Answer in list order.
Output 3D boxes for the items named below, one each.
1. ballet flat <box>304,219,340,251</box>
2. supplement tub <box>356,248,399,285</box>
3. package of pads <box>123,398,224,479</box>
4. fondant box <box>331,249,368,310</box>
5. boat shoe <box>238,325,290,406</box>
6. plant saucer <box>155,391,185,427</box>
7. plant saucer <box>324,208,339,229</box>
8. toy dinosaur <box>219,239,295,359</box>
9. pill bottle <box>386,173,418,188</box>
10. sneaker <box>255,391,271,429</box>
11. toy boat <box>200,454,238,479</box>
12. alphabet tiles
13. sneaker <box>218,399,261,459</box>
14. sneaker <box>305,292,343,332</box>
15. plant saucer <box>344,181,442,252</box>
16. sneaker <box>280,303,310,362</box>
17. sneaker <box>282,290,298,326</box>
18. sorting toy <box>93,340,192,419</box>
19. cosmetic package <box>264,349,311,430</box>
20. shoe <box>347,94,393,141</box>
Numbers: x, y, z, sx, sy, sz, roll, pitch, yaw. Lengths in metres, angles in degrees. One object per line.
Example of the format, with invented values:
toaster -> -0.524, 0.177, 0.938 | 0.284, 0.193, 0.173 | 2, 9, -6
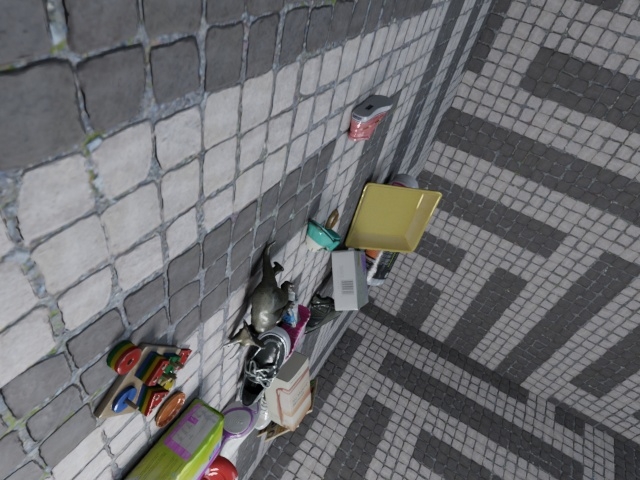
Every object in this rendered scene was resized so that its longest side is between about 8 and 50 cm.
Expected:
ballet flat -> 0.000, 0.000, 1.237 | 0.087, 0.083, 0.247 | -49, 165, 5
supplement tub -> 0.301, 0.047, 2.102 | 0.207, 0.207, 0.337 | -31, 147, -64
package of pads -> -0.358, 0.557, 0.981 | 0.296, 0.101, 0.229 | -47, 160, -46
fondant box -> 0.133, 0.164, 1.751 | 0.330, 0.096, 0.237 | 13, 73, -76
boat shoe -> -0.185, 0.397, 1.260 | 0.306, 0.113, 0.105 | -59, -177, 29
plant saucer -> -0.332, 0.371, 0.899 | 0.083, 0.013, 0.083 | -56, 165, -23
plant saucer -> 0.042, -0.067, 1.377 | 0.083, 0.015, 0.083 | -56, 164, -24
toy dinosaur -> -0.126, 0.152, 0.997 | 0.160, 0.121, 0.313 | -64, 179, -60
pill bottle -> 0.346, -0.181, 1.925 | 0.283, 0.161, 0.160 | -53, 164, -32
sneaker -> -0.228, 0.683, 1.725 | 0.228, 0.088, 0.092 | -65, 161, -16
toy boat -> -0.323, 0.695, 1.105 | 0.231, 0.151, 0.150 | -10, 100, -43
alphabet tiles -> -0.143, 0.743, 1.831 | 0.285, 0.011, 0.342 | -30, -168, 14
sneaker -> -0.317, 0.643, 1.322 | 0.305, 0.114, 0.152 | -46, 171, -31
sneaker -> -0.033, 0.307, 1.707 | 0.228, 0.130, 0.087 | -31, 166, -6
plant saucer -> 0.291, -0.105, 1.720 | 0.080, 0.334, 0.332 | -103, -156, -49
sneaker -> -0.118, 0.350, 1.426 | 0.252, 0.103, 0.111 | -52, 161, -32
sneaker -> -0.097, 0.221, 1.332 | 0.190, 0.072, 0.082 | 93, 23, -60
sorting toy -> -0.301, 0.255, 0.724 | 0.132, 0.046, 0.274 | -59, 166, -11
cosmetic package -> -0.129, 0.587, 1.616 | 0.153, 0.129, 0.295 | -43, 140, -45
shoe -> 0.134, -0.334, 1.112 | 0.178, 0.064, 0.081 | -42, 158, -40
